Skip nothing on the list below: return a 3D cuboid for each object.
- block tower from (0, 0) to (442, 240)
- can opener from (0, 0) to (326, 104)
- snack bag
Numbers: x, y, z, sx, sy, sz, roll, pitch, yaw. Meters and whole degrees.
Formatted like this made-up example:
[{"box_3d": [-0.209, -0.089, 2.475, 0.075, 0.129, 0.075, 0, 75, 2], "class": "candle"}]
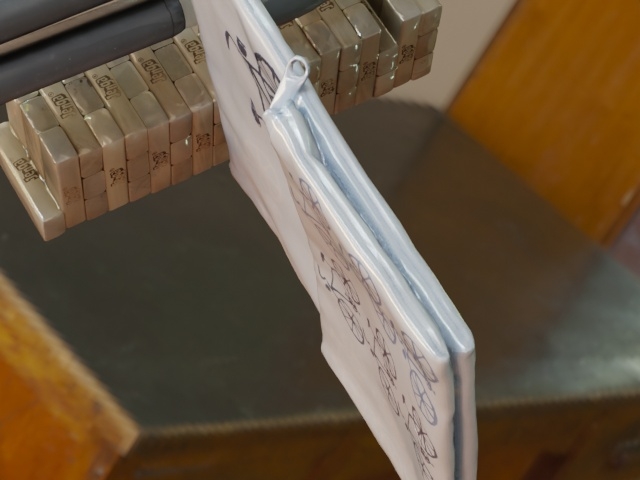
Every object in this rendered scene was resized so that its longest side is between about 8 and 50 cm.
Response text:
[{"box_3d": [-0.067, -0.120, 1.269, 0.335, 0.097, 0.091, -26, 65, -16], "class": "block tower"}, {"box_3d": [-0.106, -0.154, 1.132, 0.283, 0.076, 0.095, -25, 31, -24], "class": "can opener"}, {"box_3d": [0.000, 0.000, 1.058, 0.342, 0.037, 0.323, 59, -9, 26], "class": "snack bag"}]
